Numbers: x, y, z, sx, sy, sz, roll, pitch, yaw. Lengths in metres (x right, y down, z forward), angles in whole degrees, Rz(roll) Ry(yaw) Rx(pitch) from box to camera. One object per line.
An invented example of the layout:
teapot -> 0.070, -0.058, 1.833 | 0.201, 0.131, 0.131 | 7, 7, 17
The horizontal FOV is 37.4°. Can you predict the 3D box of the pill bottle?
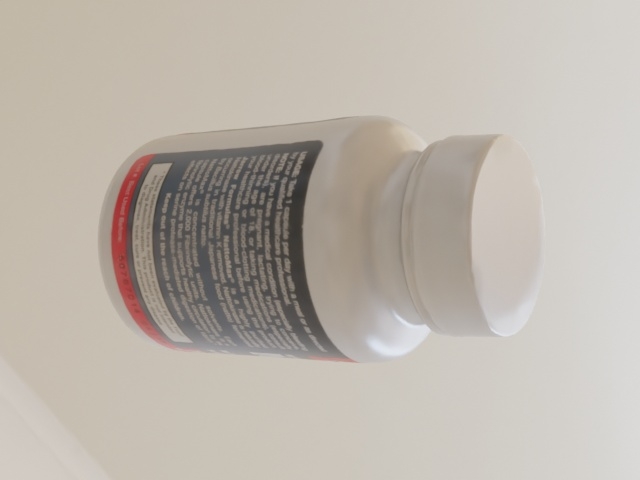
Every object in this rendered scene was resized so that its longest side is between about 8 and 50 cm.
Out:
pill bottle -> 0.000, 0.000, 0.422 | 0.108, 0.180, 0.108 | 2, -92, -56
